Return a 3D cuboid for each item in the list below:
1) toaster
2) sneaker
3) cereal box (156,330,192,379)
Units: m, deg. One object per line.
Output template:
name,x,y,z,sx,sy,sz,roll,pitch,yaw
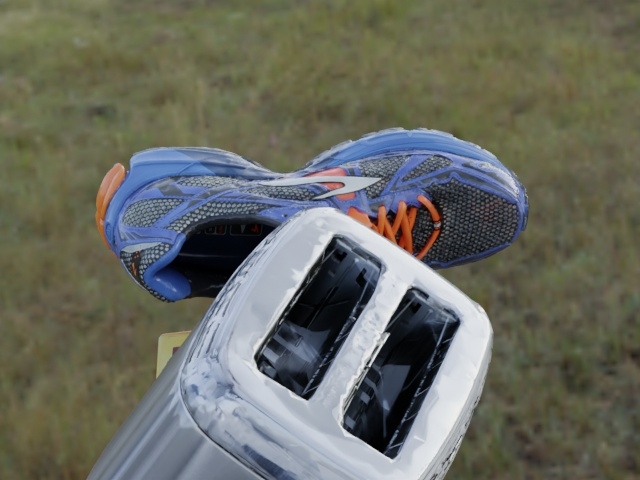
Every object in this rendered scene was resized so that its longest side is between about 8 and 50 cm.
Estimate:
toaster,-0.017,0.089,0.686,0.129,0.146,0.227,34,34,1
sneaker,0.000,0.000,0.810,0.221,0.083,0.087,-6,32,-8
cereal box,-0.053,0.183,1.299,0.047,0.173,0.240,-8,-20,27
